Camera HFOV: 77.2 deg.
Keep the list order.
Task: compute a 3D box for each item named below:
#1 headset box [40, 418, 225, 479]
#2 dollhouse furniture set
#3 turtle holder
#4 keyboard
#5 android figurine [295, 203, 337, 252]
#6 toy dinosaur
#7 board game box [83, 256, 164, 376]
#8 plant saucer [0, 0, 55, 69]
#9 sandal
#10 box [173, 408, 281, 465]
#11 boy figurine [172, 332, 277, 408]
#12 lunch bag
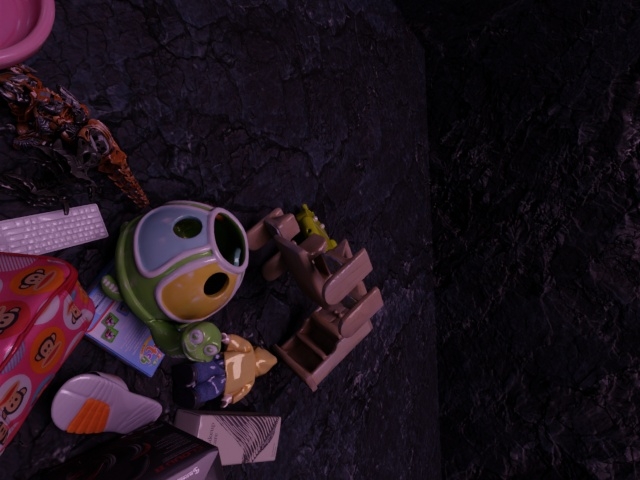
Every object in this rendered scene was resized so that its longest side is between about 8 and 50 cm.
[{"bbox_3d":[-0.305,0.418,0.663,0.218,0.293,0.110,-12,90,-42],"label":"headset box"},{"bbox_3d":[-0.043,0.171,1.086,0.256,0.362,0.394,-41,131,-21],"label":"dollhouse furniture set"},{"bbox_3d":[-0.274,0.059,0.799,0.243,0.227,0.320,57,22,-29],"label":"turtle holder"},{"bbox_3d":[-0.517,-0.009,0.723,0.256,0.014,0.072,-26,105,-54],"label":"keyboard"},{"bbox_3d":[0.000,0.000,1.318,0.248,0.056,0.273,44,19,-57],"label":"android figurine"},{"bbox_3d":[-0.453,-0.177,0.742,0.321,0.164,0.218,28,42,-25],"label":"toy dinosaur"},{"bbox_3d":[-0.395,0.161,0.840,0.211,0.039,0.160,53,44,-33],"label":"board game box"},{"bbox_3d":[-0.589,-0.386,0.585,0.332,0.084,0.332,19,60,-38],"label":"plant saucer"},{"bbox_3d":[-0.412,0.310,0.767,0.102,0.076,0.265,-50,149,-18],"label":"sandal"},{"bbox_3d":[-0.223,0.476,0.974,0.275,0.094,0.113,29,61,-49],"label":"box"},{"bbox_3d":[-0.224,0.316,1.008,0.285,0.092,0.177,-3,86,-56],"label":"boy figurine"},{"bbox_3d":[-0.495,0.143,0.540,0.293,0.258,0.120,-79,175,-47],"label":"lunch bag"}]
